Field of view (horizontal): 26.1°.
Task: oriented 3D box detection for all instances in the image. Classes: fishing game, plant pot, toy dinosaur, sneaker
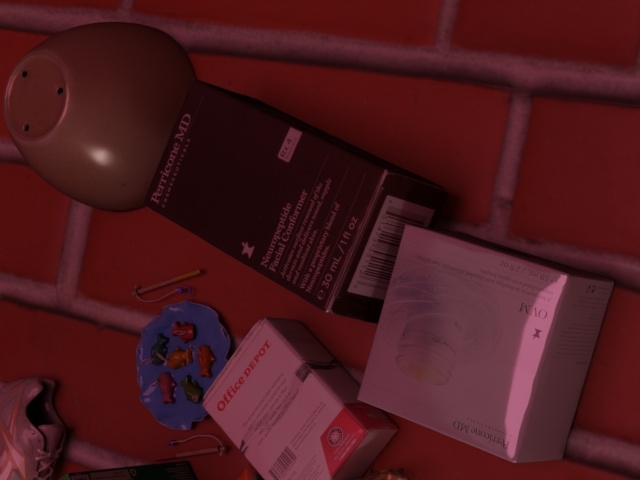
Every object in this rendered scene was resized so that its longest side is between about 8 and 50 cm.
[{"bbox_3d":[-0.199,0.177,1.945,0.189,0.041,0.264,-13,78,35],"label":"fishing game"},{"bbox_3d":[-0.344,-0.190,1.991,0.284,0.191,0.284,-4,83,35],"label":"plant pot"},{"bbox_3d":[0.043,0.318,1.731,0.183,0.093,0.053,-34,67,27],"label":"toy dinosaur"},{"bbox_3d":[-0.430,0.326,2.054,0.121,0.099,0.262,-20,75,27],"label":"sneaker"}]

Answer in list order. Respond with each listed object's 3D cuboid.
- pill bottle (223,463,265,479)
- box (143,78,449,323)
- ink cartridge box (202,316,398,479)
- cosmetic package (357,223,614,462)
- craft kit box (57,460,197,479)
[{"bbox_3d":[-0.132,0.407,1.819,0.245,0.130,0.130,-51,61,19],"label":"pill bottle"},{"bbox_3d":[-0.040,-0.056,1.773,0.381,0.143,0.191,28,99,42],"label":"box"},{"bbox_3d":[-0.030,0.227,1.792,0.218,0.092,0.158,45,110,27],"label":"ink cartridge box"},{"bbox_3d":[0.192,0.119,1.626,0.224,0.138,0.224,18,96,34],"label":"cosmetic package"},{"bbox_3d":[-0.328,0.391,1.882,0.247,0.250,0.061,-37,67,26],"label":"craft kit box"}]
